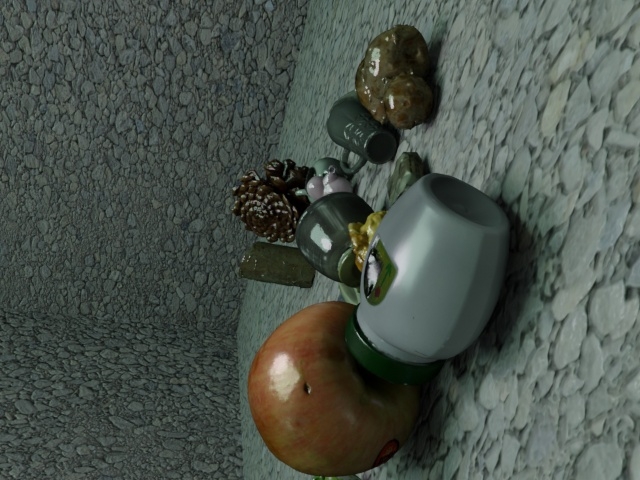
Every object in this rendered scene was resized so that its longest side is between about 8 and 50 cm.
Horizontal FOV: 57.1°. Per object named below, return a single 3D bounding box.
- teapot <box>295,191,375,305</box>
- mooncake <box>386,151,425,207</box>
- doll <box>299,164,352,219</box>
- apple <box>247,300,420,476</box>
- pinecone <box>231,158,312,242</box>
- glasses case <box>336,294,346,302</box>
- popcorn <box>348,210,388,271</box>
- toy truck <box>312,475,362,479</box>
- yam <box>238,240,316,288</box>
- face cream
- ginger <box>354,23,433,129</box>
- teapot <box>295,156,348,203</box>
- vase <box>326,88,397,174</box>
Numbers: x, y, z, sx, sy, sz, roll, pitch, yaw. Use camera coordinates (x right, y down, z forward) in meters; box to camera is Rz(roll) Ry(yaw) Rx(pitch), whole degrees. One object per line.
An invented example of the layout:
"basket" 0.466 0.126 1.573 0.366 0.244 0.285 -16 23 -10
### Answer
"teapot" 0.062 0.052 1.648 0.239 0.240 0.321 56 133 49
"mooncake" 0.215 -0.139 1.461 0.130 0.073 0.125 118 159 -49
"doll" 0.012 -0.100 2.044 0.094 0.160 0.365 -58 -15 -54
"apple" 0.025 0.330 1.318 0.346 0.392 0.391 -37 44 42
"pinecone" -0.159 -0.191 2.444 0.384 0.385 0.384 -172 90 -76
"glasses case" 0.084 0.272 1.760 0.282 0.067 0.109 -97 26 -50
"popcorn" 0.153 0.009 1.438 0.170 0.180 0.179 -22 57 41
"toy truck" 0.066 0.687 1.479 0.211 0.148 0.187 -4 63 57
"yam" -0.173 0.098 2.415 0.168 0.305 0.167 -170 90 -85
"face cream" 0.199 0.075 1.105 0.312 0.220 0.356 -112 35 -53
"ginger" 0.181 -0.427 1.561 0.375 0.176 0.256 -134 38 -72
"teapot" 0.015 -0.208 2.138 0.294 0.130 0.193 147 127 -65
"vase" 0.126 -0.311 1.776 0.301 0.156 0.250 -124 47 -60
